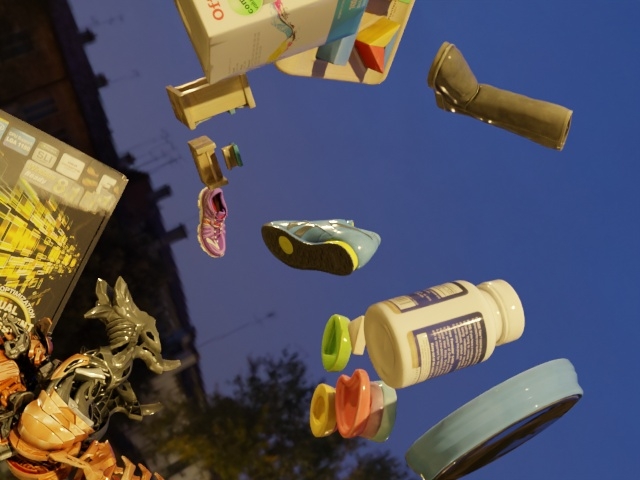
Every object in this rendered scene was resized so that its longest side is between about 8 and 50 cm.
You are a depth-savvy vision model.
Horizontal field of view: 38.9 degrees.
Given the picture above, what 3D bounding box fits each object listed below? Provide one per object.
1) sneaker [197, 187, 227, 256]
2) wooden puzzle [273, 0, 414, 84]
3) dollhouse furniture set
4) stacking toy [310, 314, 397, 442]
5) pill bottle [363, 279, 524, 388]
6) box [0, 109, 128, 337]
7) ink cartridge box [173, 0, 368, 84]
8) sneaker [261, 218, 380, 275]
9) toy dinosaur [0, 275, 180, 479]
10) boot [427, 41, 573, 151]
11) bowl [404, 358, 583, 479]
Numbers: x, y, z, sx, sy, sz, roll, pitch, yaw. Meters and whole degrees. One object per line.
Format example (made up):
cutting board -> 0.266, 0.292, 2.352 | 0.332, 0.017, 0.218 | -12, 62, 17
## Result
sneaker -> -0.251, -0.044, 2.145 | 0.071, 0.068, 0.170 | 2, -80, 53
wooden puzzle -> 0.084, -0.461, 1.777 | 0.080, 0.348, 0.322 | 32, -68, 32
dollhouse furniture set -> -0.190, -0.214, 1.696 | 0.129, 0.129, 0.184 | 40, -30, 62
stacking toy -> 0.094, 0.309, 2.015 | 0.309, 0.130, 0.280 | 160, -62, -70
pill bottle -> 0.160, 0.113, 1.162 | 0.112, 0.186, 0.112 | 166, -90, -70
box -> -0.494, -0.031, 1.158 | 0.395, 0.318, 0.097 | 29, -11, -23
ink cartridge box -> -0.088, -0.406, 1.427 | 0.197, 0.270, 0.198 | 123, -55, -77
sneaker -> 0.000, 0.000, 1.378 | 0.209, 0.082, 0.069 | 11, -52, 43
toy dinosaur -> -0.261, 0.170, 0.897 | 0.164, 0.218, 0.322 | -34, -83, 35
boot -> 0.272, -0.210, 1.360 | 0.208, 0.076, 0.189 | 29, -2, 21
bowl -> 0.356, 0.378, 1.838 | 0.077, 0.391, 0.391 | 60, -21, 24
